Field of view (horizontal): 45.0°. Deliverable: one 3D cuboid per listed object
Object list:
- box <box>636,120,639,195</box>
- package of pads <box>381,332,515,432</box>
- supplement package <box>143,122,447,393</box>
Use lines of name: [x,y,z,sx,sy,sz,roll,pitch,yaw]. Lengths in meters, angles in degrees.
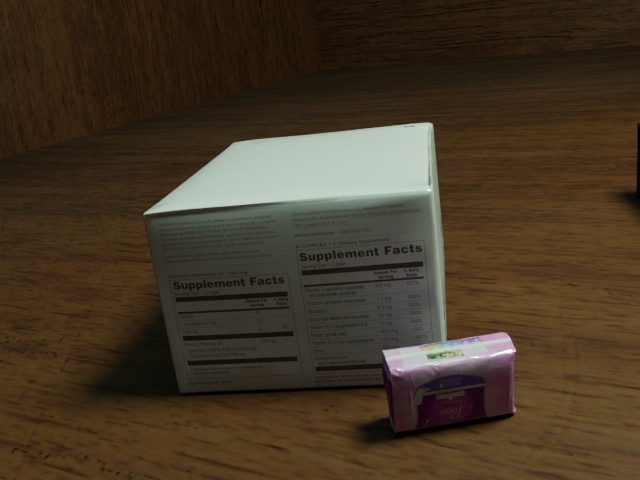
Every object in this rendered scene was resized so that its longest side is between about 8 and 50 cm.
box: [0.439,-0.081,0.822,0.156,0.093,0.158,-6,16,5]
package of pads: [0.082,0.090,0.489,0.083,0.050,0.032,-9,22,-5]
supplement package: [0.000,0.000,0.657,0.204,0.145,0.262,-4,17,10]
